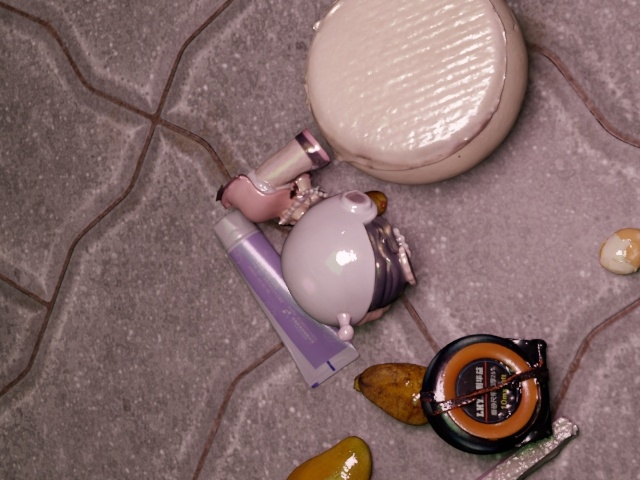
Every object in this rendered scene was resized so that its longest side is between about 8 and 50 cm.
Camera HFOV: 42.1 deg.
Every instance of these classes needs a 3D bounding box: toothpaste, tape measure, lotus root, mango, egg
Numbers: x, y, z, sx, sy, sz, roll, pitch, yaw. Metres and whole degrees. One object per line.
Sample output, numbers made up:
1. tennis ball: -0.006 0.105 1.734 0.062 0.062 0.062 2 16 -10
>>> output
1. toothpaste: -0.080 0.108 1.625 0.125 0.080 0.371 -39 81 19
2. tape measure: 0.280 0.259 1.409 0.223 0.135 0.202 1 72 -2
3. lotus root: 0.136 0.273 1.522 0.191 0.094 0.108 11 65 29
4. mango: 0.012 0.468 1.575 0.227 0.099 0.136 -46 66 8
5. egg: 0.501 0.017 1.371 0.071 0.071 0.083 32 99 20

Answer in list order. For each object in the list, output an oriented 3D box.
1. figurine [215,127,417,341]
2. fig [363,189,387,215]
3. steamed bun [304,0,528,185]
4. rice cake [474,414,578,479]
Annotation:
1. figurine: -0.001 0.004 1.513 0.211 0.253 0.361 -38 76 -20
2. fig: 0.086 -0.069 1.569 0.083 0.050 0.050 0 90 42
3. steamed bun: 0.171 -0.273 1.420 0.375 0.241 0.374 -2 85 26
4. rice cake: 0.340 0.394 1.452 0.270 0.055 0.049 -44 59 18
